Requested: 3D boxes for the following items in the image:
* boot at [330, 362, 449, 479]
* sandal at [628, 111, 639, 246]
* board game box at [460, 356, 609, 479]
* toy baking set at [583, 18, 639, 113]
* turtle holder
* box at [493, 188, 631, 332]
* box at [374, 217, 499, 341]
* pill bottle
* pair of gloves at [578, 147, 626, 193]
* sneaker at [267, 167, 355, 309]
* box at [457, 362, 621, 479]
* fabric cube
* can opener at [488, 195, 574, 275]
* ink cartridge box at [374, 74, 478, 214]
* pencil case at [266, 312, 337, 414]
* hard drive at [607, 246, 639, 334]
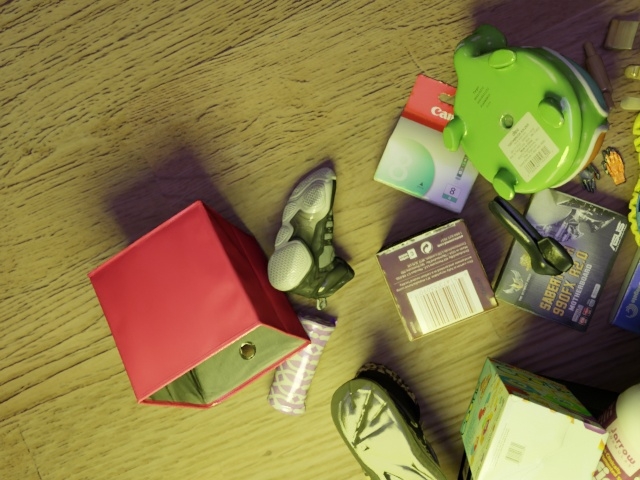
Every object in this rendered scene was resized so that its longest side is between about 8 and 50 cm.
[{"bbox_3d":[0.150,0.395,1.300,0.138,0.284,0.377,-32,87,7],"label":"boot"},{"bbox_3d":[0.624,-0.100,1.263,0.126,0.138,0.317,-2,84,-8],"label":"sandal"},{"bbox_3d":[0.312,0.291,1.100,0.142,0.275,0.144,20,94,6],"label":"board game box"},{"bbox_3d":[0.575,-0.308,1.271,0.197,0.030,0.256,-17,59,30],"label":"toy baking set"},{"bbox_3d":[0.357,-0.230,1.283,0.320,0.227,0.243,34,128,41],"label":"turtle holder"},{"bbox_3d":[0.451,0.033,1.360,0.183,0.056,0.231,22,95,5],"label":"box"},{"bbox_3d":[0.209,0.064,1.318,0.168,0.203,0.167,-23,89,7],"label":"box"},{"bbox_3d":[0.479,0.318,1.059,0.169,0.169,0.301,28,126,5],"label":"pill bottle"},{"bbox_3d":[0.530,-0.132,1.365,0.083,0.010,0.074,-18,91,8],"label":"pair of gloves"},{"bbox_3d":[0.000,0.000,1.395,0.101,0.153,0.268,-8,54,44],"label":"sneaker"},{"bbox_3d":[0.424,0.437,1.321,0.312,0.179,0.343,13,94,7],"label":"box"},{"bbox_3d":[-0.214,0.129,1.316,0.254,0.259,0.258,-34,67,8],"label":"fabric cube"},{"bbox_3d":[0.379,-0.009,1.314,0.186,0.059,0.073,49,124,13],"label":"can opener"},{"bbox_3d":[0.227,-0.186,1.381,0.181,0.056,0.224,23,97,5],"label":"ink cartridge box"},{"bbox_3d":[-0.036,0.244,1.420,0.088,0.086,0.206,16,98,-28],"label":"pencil case"},{"bbox_3d":[0.729,0.116,1.336,0.319,0.040,0.210,21,95,6],"label":"hard drive"}]
